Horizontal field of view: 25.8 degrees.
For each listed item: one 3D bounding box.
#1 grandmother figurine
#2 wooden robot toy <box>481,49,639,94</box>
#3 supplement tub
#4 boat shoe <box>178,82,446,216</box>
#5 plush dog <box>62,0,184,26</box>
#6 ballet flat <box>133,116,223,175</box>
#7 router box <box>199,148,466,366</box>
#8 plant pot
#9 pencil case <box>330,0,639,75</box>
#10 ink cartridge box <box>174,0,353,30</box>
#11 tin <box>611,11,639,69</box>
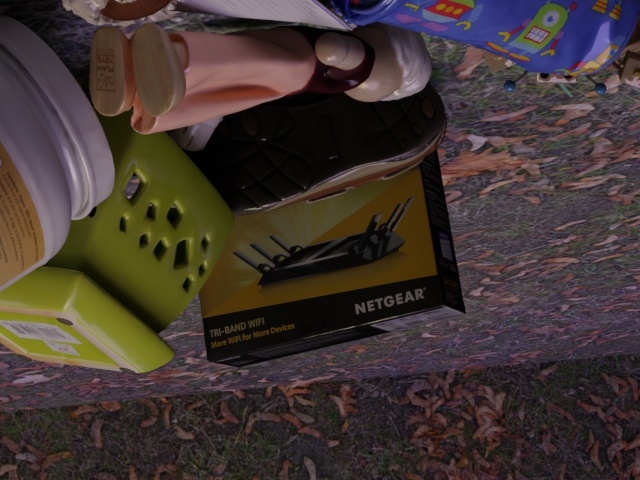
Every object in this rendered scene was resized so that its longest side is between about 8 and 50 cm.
[{"bbox_3d":[-0.037,-0.155,1.246,0.342,0.104,0.208,-8,-162,-41],"label":"grandmother figurine"},{"bbox_3d":[0.254,-0.198,1.437,0.173,0.076,0.079,3,-156,9],"label":"wooden robot toy"},{"bbox_3d":[-0.355,-0.034,1.177,0.316,0.228,0.228,-37,179,-27],"label":"supplement tub"},{"bbox_3d":[-0.012,-0.091,1.551,0.324,0.122,0.120,-11,168,13],"label":"boat shoe"},{"bbox_3d":[-0.069,-0.279,0.804,0.262,0.210,0.225,-32,169,-43],"label":"plush dog"},{"bbox_3d":[-0.152,-0.116,1.487,0.070,0.070,0.188,6,159,-42],"label":"ballet flat"},{"bbox_3d":[0.000,0.000,1.652,0.309,0.243,0.081,-16,163,23],"label":"router box"},{"bbox_3d":[-0.252,0.006,1.422,0.228,0.207,0.227,5,155,27],"label":"plant pot"},{"bbox_3d":[0.132,-0.214,1.162,0.306,0.119,0.133,6,127,-41],"label":"pencil case"},{"bbox_3d":[-0.103,-0.216,1.050,0.208,0.045,0.206,11,174,27],"label":"ink cartridge box"},{"bbox_3d":[0.385,-0.223,1.437,0.189,0.040,0.106,-19,165,37],"label":"tin"}]
